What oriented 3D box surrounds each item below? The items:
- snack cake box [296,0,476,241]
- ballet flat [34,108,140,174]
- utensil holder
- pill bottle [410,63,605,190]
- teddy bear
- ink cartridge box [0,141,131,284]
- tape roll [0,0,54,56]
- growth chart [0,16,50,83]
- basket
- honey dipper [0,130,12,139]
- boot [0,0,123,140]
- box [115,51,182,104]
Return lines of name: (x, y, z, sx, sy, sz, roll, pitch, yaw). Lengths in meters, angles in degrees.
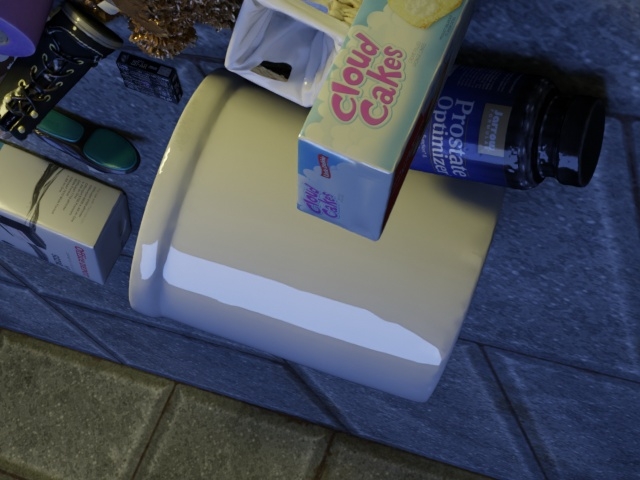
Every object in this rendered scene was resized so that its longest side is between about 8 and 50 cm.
snack cake box: (0.067, -0.152, 0.985, 0.089, 0.264, 0.152, 22, 159, 5)
ballet flat: (-0.372, -0.152, 1.721, 0.203, 0.074, 0.074, 25, 160, 12)
utensil holder: (0.000, 0.000, 1.349, 0.385, 0.328, 0.327, 20, 159, 4)
pill bottle: (0.182, -0.121, 1.141, 0.219, 0.123, 0.123, 12, 157, 26)
teddy bear: (-0.185, -0.298, 1.153, 0.245, 0.113, 0.338, 29, 167, 5)
ink cartridge box: (-0.529, -0.057, 2.025, 0.307, 0.129, 0.223, 22, 159, 2)
tape roll: (-0.404, -0.287, 1.227, 0.189, 0.080, 0.189, 17, 169, 3)
growth chart: (-0.418, -0.256, 1.413, 0.021, 0.172, 0.237, 48, 172, 32)
basket: (-0.021, -0.231, 1.114, 0.113, 0.103, 0.167, 26, 158, -5)
honey dipper: (-0.513, -0.207, 1.791, 0.030, 0.030, 0.160, 30, 155, -17)
boot: (-0.335, -0.202, 1.324, 0.085, 0.179, 0.236, 37, 177, -23)
box: (-0.235, -0.223, 1.474, 0.083, 0.018, 0.067, 19, 159, 11)
